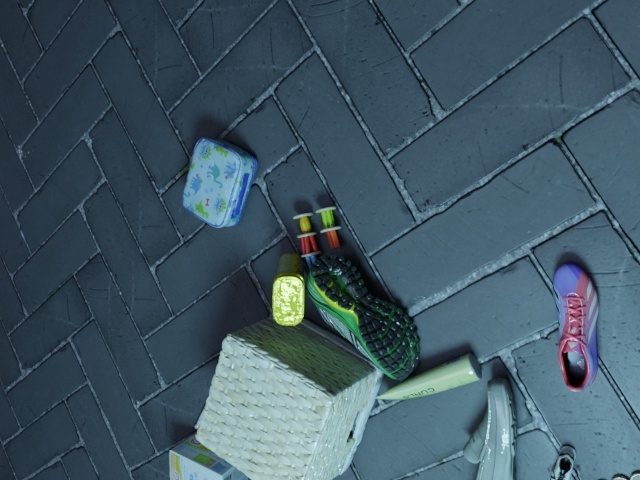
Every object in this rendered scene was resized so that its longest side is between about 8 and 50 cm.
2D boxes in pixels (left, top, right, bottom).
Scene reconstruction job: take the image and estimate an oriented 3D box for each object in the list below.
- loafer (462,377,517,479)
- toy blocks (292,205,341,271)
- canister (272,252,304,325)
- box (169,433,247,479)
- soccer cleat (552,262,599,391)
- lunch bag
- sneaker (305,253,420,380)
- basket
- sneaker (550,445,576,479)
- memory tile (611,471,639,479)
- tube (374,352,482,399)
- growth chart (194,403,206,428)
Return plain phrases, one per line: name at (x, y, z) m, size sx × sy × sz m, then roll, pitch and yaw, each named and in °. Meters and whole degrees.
loafer at (0.359, 0.447, 1.238) m, size 0.111 × 0.112 × 0.319 m, roll 2°, pitch 98°, yaw 22°
toy blocks at (0.000, 0.000, 1.430) m, size 0.123 × 0.054 × 0.148 m, roll -13°, pitch 89°, yaw 32°
canister at (-0.075, 0.113, 1.413) m, size 0.073 × 0.170 × 0.126 m, roll 1°, pitch 109°, yaw -1°
box at (-0.317, 0.646, 1.642) m, size 0.203 × 0.114 × 0.103 m, roll 11°, pitch 105°, yaw 31°
soccer cleat at (0.496, 0.170, 1.131) m, size 0.083 × 0.095 × 0.248 m, roll -3°, pitch 95°, yaw 31°
lunch bag at (-0.269, -0.152, 1.552) m, size 0.176 × 0.090 × 0.219 m, roll 28°, pitch 109°, yaw 26°
sneaker at (0.099, 0.186, 1.374) m, size 0.343 × 0.134 × 0.146 m, roll 50°, pitch 154°, yaw 9°
basket at (-0.072, 0.395, 1.402) m, size 0.331 × 0.266 × 0.328 m, roll 25°, pitch 107°, yaw 24°
sneaker at (0.497, 0.480, 1.199) m, size 0.040 × 0.044 × 0.109 m, roll 12°, pitch 104°, yaw 27°
memory tile at (0.602, 0.529, 1.160) m, size 0.148 × 0.012 × 0.113 m, roll -31°, pitch 80°, yaw 31°
tube at (0.245, 0.324, 1.313) m, size 0.240 × 0.062 × 0.070 m, roll -28°, pitch 109°, yaw 27°
growth chart at (-0.276, 0.578, 1.686) m, size 0.237 × 0.021 × 0.172 m, roll 42°, pitch 115°, yaw 20°
